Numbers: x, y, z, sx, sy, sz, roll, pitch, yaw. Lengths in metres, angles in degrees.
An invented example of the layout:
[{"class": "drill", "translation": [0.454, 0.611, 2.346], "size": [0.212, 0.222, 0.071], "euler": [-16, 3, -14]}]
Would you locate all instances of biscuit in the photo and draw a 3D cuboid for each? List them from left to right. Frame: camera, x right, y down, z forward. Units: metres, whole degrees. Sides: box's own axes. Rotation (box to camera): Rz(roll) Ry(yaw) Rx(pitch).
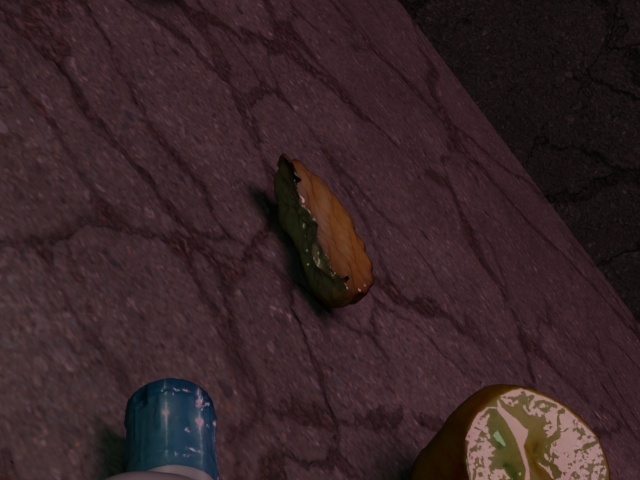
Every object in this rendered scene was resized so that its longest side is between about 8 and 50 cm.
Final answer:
[{"class": "biscuit", "translation": [0.000, 0.000, 1.256], "size": [0.118, 0.061, 0.183], "euler": [23, 37, -57]}]

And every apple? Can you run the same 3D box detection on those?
[{"class": "apple", "translation": [0.174, 0.233, 1.084], "size": [0.173, 0.160, 0.195], "euler": [41, 58, 15]}]

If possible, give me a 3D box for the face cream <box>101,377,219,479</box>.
[{"class": "face cream", "translation": [-0.083, 0.216, 0.666], "size": [0.163, 0.080, 0.337], "euler": [38, 24, -32]}]
